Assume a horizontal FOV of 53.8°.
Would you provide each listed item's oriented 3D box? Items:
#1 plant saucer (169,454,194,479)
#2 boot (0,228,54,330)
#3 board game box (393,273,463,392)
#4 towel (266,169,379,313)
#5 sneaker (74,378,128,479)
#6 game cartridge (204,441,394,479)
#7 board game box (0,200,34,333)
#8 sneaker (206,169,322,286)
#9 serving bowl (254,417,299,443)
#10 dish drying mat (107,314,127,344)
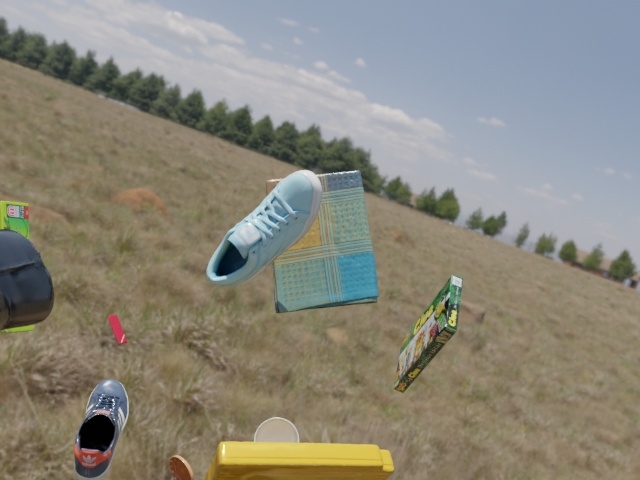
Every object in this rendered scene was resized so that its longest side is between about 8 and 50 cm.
[{"bbox_3d":[-0.322,0.540,1.473,0.083,0.084,0.013,23,29,34],"label":"plant saucer"},{"bbox_3d":[-0.411,0.005,0.707,0.246,0.094,0.207,60,-2,-6],"label":"boot"},{"bbox_3d":[0.219,0.196,1.295,0.030,0.260,0.136,23,46,-1],"label":"board game box"},{"bbox_3d":[0.000,0.000,1.664,0.271,0.370,0.040,-6,-18,-3],"label":"towel"},{"bbox_3d":[-0.645,0.529,1.877,0.131,0.148,0.350,6,36,-13],"label":"sneaker"},{"bbox_3d":[-0.061,0.435,1.045,0.285,0.324,0.053,7,44,-18],"label":"game cartridge"},{"bbox_3d":[-0.457,0.042,0.897,0.092,0.181,0.043,-11,-8,32],"label":"board game box"},{"bbox_3d":[-0.138,-0.014,1.504,0.135,0.366,0.150,42,19,11],"label":"sneaker"},{"bbox_3d":[-0.082,0.371,1.169,0.083,0.083,0.027,19,-12,0],"label":"serving bowl"},{"bbox_3d":[-0.550,0.242,1.712,0.032,0.008,0.083,-7,69,-59],"label":"dish drying mat"}]
